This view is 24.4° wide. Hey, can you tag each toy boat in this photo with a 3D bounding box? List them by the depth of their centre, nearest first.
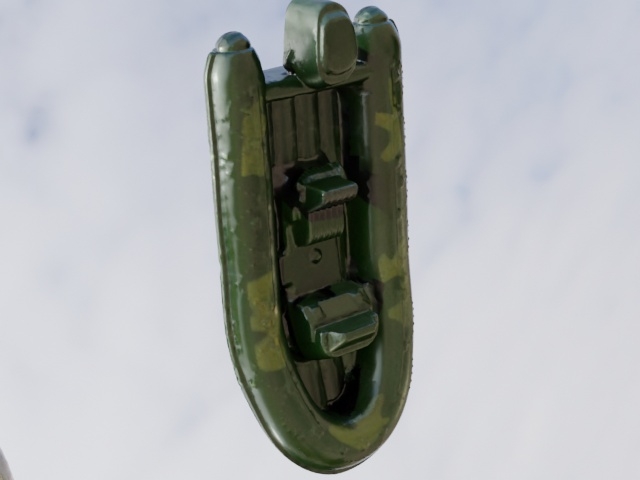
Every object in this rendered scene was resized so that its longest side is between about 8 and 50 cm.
[{"bbox_3d":[0.000,0.000,0.635,0.104,0.052,0.210,-17,-70,-39],"label":"toy boat"}]

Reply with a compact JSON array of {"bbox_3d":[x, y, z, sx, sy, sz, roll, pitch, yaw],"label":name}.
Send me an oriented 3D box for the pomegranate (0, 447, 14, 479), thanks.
[{"bbox_3d":[-0.311,0.180,0.885,0.260,0.260,0.260,-43,-33,-36],"label":"pomegranate"}]
